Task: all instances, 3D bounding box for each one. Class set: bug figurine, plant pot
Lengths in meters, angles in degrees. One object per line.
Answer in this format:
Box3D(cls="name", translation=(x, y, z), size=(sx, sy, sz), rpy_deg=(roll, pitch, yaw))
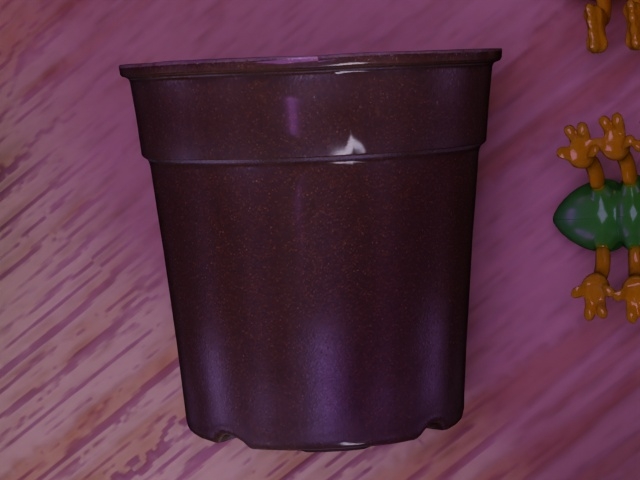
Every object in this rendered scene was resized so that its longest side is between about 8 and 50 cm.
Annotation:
Box3D(cls="bug figurine", translation=(0.208, -0.074, 0.738), size=(0.216, 0.072, 0.279), rpy_deg=(-2, 93, 16))
Box3D(cls="plant pot", translation=(0.000, 0.000, 0.735), size=(0.167, 0.167, 0.165), rpy_deg=(-2, 96, 9))
